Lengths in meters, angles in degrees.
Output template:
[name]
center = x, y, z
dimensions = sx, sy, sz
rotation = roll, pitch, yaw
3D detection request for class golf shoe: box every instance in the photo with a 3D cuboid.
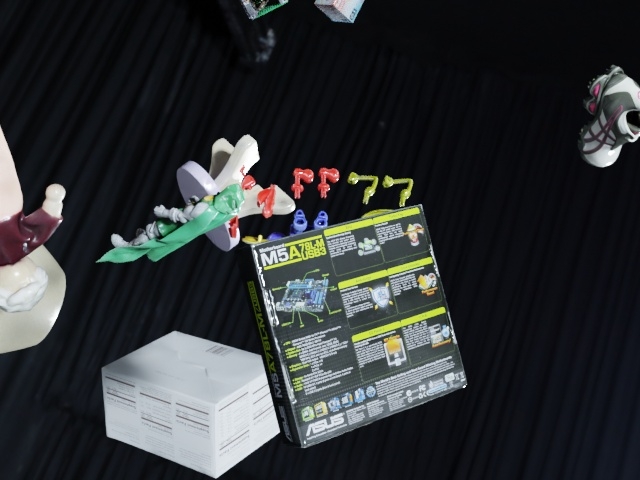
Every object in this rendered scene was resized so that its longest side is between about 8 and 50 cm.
[golf shoe]
center = 0.598, -0.224, 1.836
dimensions = 0.120, 0.105, 0.273
rotation = 43, -14, 32

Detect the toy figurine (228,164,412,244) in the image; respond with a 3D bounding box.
[toy figurine]
center = 0.000, 0.000, 1.750
dimensions = 0.362, 0.191, 0.217
rotation = 2, -37, -6

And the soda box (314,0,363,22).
[soda box]
center = 0.063, -0.500, 1.682
dimensions = 0.058, 0.183, 0.063
rotation = 20, -9, 47

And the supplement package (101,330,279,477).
[supplement package]
center = -0.230, 0.290, 1.651
dimensions = 0.261, 0.145, 0.204
rotation = 12, 21, 30

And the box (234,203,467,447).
[box]
center = 0.032, 0.074, 0.838
dimensions = 0.190, 0.184, 0.045
rotation = -15, -2, -29

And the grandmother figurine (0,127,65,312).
[grandmother figurine]
center = -0.482, -0.040, 1.347
dimensions = 0.207, 0.104, 0.343
rotation = -9, -60, -3

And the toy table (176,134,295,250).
[toy table]
center = -0.196, -0.109, 1.997
dimensions = 0.252, 0.161, 0.274
rotation = 46, -20, 14

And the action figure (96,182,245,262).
[action figure]
center = -0.184, -0.025, 1.221
dimensions = 0.232, 0.064, 0.137
rotation = -21, -1, 36

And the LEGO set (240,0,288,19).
[LEGO set]
center = -0.103, -0.683, 2.142
dimensions = 0.331, 0.255, 0.192
rotation = -21, -63, 15

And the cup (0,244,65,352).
[cup]
center = -0.658, 0.098, 1.816
dimensions = 0.237, 0.331, 0.331
rotation = 26, -16, -33
